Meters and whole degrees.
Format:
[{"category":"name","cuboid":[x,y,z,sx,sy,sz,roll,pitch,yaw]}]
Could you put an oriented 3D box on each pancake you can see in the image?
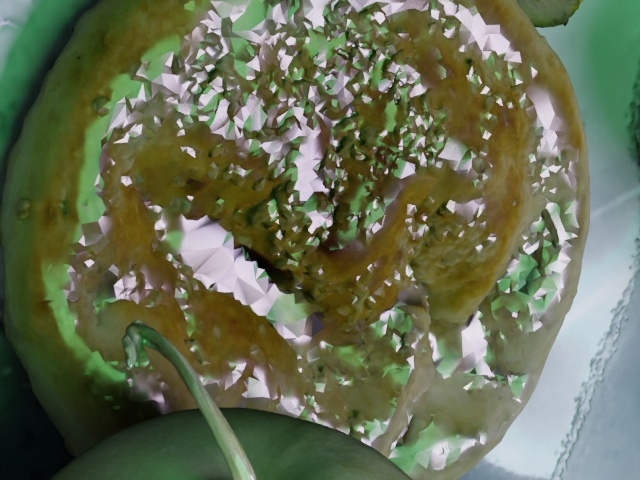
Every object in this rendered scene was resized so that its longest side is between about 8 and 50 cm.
[{"category":"pancake","cuboid":[0.000,-0.001,1.087,0.387,0.082,0.386,-8,107,-28]}]

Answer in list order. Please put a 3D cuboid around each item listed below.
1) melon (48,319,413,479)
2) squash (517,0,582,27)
[{"category":"melon","cuboid":[-0.043,0.218,0.957,0.272,0.272,0.308,-42,165,-21]},{"category":"squash","cuboid":[0.167,-0.219,1.155,0.188,0.095,0.095,-48,124,-20]}]
